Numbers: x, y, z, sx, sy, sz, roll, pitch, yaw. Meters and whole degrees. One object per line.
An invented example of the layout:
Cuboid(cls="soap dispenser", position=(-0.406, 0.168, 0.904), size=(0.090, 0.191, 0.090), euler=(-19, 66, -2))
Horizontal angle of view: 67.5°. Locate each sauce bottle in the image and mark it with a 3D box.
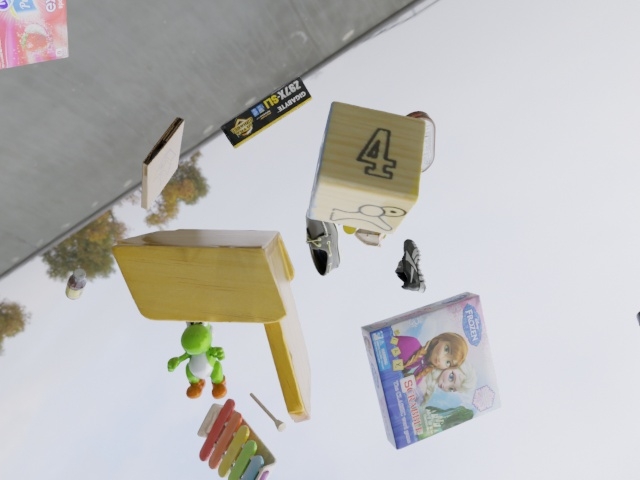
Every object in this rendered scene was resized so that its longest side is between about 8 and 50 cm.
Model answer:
Cuboid(cls="sauce bottle", position=(-0.579, 0.103, 1.136), size=(0.128, 0.042, 0.042), euler=(-39, -167, 50))

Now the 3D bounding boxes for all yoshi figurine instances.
Cuboid(cls="yoshi figurine", position=(-0.449, 0.435, 1.776), size=(0.204, 0.361, 0.203), euler=(-22, -153, -40))

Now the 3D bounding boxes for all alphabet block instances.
Cuboid(cls="alphabet block", position=(0.091, -0.144, 0.999), size=(0.192, 0.197, 0.193), euler=(113, -12, -69))

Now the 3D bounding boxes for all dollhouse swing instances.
Cuboid(cls="dollhouse swing", position=(-0.172, 0.141, 0.883), size=(0.316, 0.304, 0.347), euler=(1, -174, -2))

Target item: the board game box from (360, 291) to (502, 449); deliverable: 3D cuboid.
Cuboid(cls="board game box", position=(0.291, 0.328, 1.234), size=(0.318, 0.318, 0.066), euler=(-16, -172, -15))

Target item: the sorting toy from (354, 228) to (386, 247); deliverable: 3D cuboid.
Cuboid(cls="sorting toy", position=(0.144, -0.024, 1.221), size=(0.083, 0.044, 0.075), euler=(9, -125, 47))

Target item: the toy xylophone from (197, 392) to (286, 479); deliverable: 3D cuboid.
Cuboid(cls="toy xylophone", position=(-0.228, 0.582, 1.390), size=(0.323, 0.081, 0.236), euler=(17, -97, 46))

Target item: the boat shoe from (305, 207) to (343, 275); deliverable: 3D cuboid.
Cuboid(cls="boat shoe", position=(0.004, 0.002, 1.609), size=(0.109, 0.304, 0.091), euler=(23, -123, 32))

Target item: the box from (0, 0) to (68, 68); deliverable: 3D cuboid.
Cuboid(cls="box", position=(-0.540, -0.463, 0.805), size=(0.154, 0.142, 0.299), euler=(-35, 163, -42))

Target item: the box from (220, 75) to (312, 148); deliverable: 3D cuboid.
Cuboid(cls="box", position=(-0.168, -0.384, 1.431), size=(0.257, 0.079, 0.322), euler=(-31, -162, 0))

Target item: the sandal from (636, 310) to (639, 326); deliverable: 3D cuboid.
Cuboid(cls="sandal", position=(0.881, 0.180, 1.104), size=(0.255, 0.097, 0.054), euler=(-13, -131, 20))

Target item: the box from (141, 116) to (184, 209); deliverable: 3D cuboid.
Cuboid(cls="box", position=(-0.391, -0.186, 1.180), size=(0.201, 0.021, 0.164), euler=(-53, -168, 56))

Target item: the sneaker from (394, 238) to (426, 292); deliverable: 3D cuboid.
Cuboid(cls="sneaker", position=(0.340, 0.095, 1.873), size=(0.106, 0.078, 0.234), euler=(0, -119, -12))

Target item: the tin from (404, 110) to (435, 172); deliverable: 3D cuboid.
Cuboid(cls="tin", position=(0.252, -0.251, 1.263), size=(0.106, 0.189, 0.040), euler=(-23, -132, -9))

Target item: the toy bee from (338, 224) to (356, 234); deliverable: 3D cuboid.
Cuboid(cls="toy bee", position=(0.068, -0.131, 1.800), size=(0.162, 0.195, 0.298), euler=(-43, -160, 41))
